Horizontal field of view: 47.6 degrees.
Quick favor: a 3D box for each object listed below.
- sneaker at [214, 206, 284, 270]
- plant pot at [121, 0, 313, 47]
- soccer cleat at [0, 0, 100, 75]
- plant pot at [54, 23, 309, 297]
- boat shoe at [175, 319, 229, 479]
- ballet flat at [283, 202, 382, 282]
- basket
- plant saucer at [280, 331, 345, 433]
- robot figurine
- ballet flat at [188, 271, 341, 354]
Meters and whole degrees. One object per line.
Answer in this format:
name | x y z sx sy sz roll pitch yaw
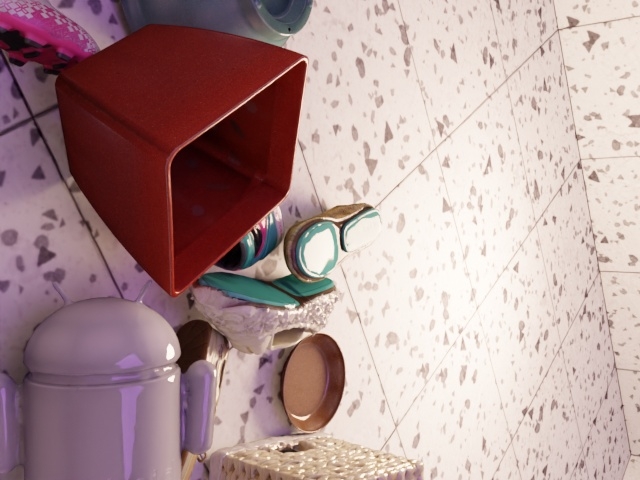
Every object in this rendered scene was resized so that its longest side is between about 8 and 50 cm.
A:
sneaker | -0.165 -0.070 1.181 0.178 0.124 0.295 -53 131 -50
plant pot | -0.135 -0.394 1.130 0.293 0.196 0.293 -5 97 -56
soccer cleat | -0.398 -0.312 0.872 0.331 0.116 0.143 19 76 -50
plant pot | -0.199 -0.137 0.983 0.267 0.236 0.267 -45 158 -36
boat shoe | -0.203 0.271 1.145 0.089 0.105 0.285 41 56 -50
ballet flat | 0.000 0.000 1.386 0.348 0.123 0.123 -26 111 -57
basket | -0.010 0.535 1.272 0.328 0.266 0.331 11 84 -53
plant saucer | -0.021 0.278 1.435 0.199 0.036 0.198 -1 91 -51
robot figurine | -0.284 0.229 0.959 0.300 0.200 0.353 -1 92 -23
ballet flat | -0.084 0.131 1.244 0.409 0.147 0.147 4 88 -62
